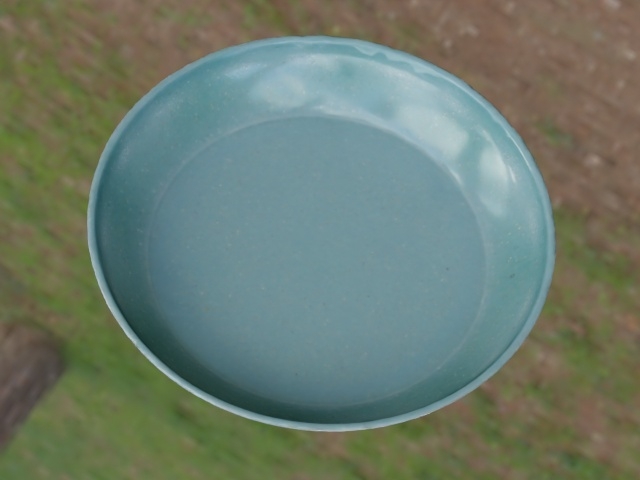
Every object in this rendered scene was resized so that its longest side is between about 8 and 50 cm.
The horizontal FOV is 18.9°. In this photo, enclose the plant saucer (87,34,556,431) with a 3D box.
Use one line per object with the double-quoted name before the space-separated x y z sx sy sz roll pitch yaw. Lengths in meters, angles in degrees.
"plant saucer" 0.000 0.000 0.496 0.119 0.119 0.021 29 149 13
